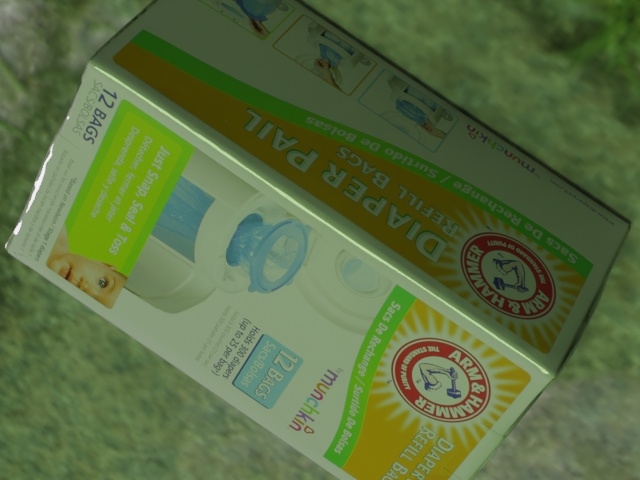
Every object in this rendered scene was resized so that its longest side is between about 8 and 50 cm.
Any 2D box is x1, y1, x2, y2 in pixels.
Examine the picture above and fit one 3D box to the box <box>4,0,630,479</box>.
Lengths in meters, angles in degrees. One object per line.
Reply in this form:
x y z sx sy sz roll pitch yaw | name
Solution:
0.000 0.000 0.645 0.203 0.103 0.114 35 131 2 | box
